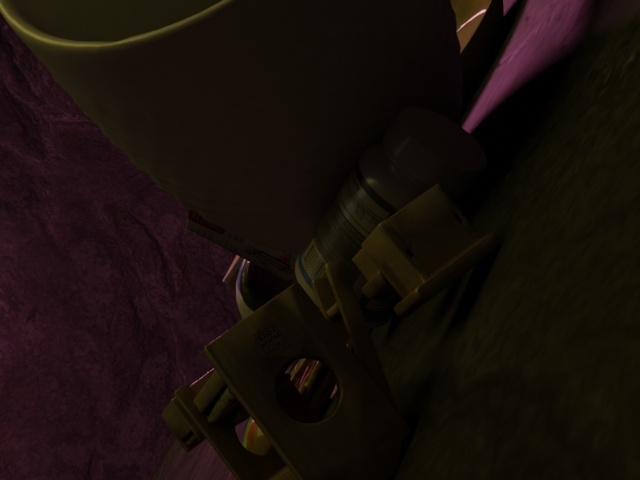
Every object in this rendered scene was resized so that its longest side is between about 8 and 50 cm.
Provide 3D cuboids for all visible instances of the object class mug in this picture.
[{"bbox_3d":[-0.060,-0.168,0.838,0.276,0.374,0.328,-42,-39,-5],"label":"mug"}]

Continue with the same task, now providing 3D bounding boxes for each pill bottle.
[{"bbox_3d":[0.046,-0.015,0.715,0.137,0.078,0.078,-57,4,30],"label":"pill bottle"}]

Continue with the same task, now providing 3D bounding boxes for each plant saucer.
[{"bbox_3d":[0.108,-0.164,1.100,0.241,0.037,0.241,-49,14,17],"label":"plant saucer"}]

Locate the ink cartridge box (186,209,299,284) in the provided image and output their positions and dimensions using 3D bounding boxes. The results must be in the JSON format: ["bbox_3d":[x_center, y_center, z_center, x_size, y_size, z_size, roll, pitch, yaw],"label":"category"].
[{"bbox_3d":[-0.023,-0.034,1.049,0.127,0.176,0.128,-63,4,-12],"label":"ink cartridge box"}]

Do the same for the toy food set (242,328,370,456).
[{"bbox_3d":[-0.019,0.118,0.854,0.192,0.038,0.132,-57,5,39],"label":"toy food set"}]

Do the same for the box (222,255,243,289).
[{"bbox_3d":[-0.028,-0.014,1.427,0.203,0.114,0.103,-63,6,-35],"label":"box"}]

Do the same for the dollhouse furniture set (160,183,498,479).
[{"bbox_3d":[0.014,0.077,0.609,0.161,0.101,0.182,-35,-7,-23],"label":"dollhouse furniture set"}]

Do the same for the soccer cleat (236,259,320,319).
[{"bbox_3d":[0.000,-0.034,1.224,0.331,0.116,0.143,-58,-8,-23],"label":"soccer cleat"}]
